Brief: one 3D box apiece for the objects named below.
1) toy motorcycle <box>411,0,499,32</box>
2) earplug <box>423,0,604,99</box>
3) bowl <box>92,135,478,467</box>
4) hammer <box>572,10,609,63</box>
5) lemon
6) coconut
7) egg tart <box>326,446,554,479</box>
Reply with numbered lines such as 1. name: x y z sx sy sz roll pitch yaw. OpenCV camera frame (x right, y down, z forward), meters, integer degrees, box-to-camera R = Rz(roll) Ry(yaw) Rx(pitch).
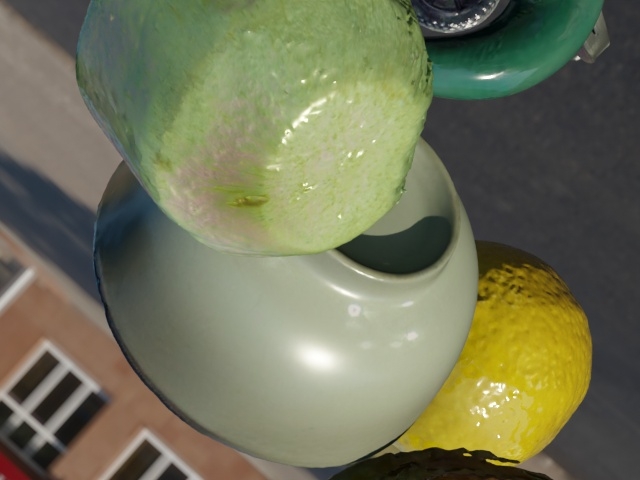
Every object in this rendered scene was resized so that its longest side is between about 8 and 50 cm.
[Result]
1. toy motorcycle: -0.014 -0.216 1.165 0.123 0.272 0.182 79 179 -85
2. earplug: 0.144 -0.268 1.352 0.164 0.257 0.280 14 -145 -37
3. bowl: 0.000 0.000 1.405 0.354 0.354 0.185 42 138 -3
4. hammer: 0.171 -0.279 1.514 0.288 0.033 0.111 48 179 -11
5. lemon: 0.198 0.152 2.136 0.336 0.336 0.336 40 170 9
6. coconut: -0.039 -0.106 0.994 0.236 0.204 0.236 50 -174 -7
7. egg tart: 0.130 0.347 1.393 0.443 0.443 0.178 38 145 22
